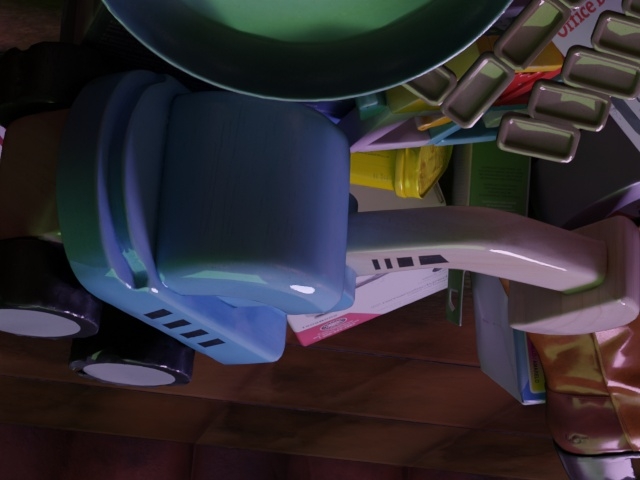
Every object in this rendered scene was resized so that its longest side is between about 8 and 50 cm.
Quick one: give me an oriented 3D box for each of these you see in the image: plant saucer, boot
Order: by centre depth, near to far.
[{"bbox_3d":[-0.007,-0.234,0.974,0.317,0.044,0.318,-1,126,-1],"label":"plant saucer"},{"bbox_3d":[0.326,0.089,1.466,0.264,0.096,0.280,-13,120,13],"label":"boot"}]

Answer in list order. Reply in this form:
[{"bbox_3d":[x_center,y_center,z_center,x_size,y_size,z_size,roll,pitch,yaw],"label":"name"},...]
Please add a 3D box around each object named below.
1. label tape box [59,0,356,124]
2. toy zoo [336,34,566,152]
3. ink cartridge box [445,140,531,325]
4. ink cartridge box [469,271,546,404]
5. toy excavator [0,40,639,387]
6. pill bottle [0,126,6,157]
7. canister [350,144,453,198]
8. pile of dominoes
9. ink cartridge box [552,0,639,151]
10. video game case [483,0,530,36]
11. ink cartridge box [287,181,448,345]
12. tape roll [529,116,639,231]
[{"bbox_3d":[-0.055,-0.198,1.209,0.249,0.115,0.347,10,158,-19],"label":"label tape box"},{"bbox_3d":[0.148,-0.126,1.287,0.293,0.030,0.192,-7,167,-37],"label":"toy zoo"},{"bbox_3d":[0.165,-0.021,1.499,0.062,0.209,0.109,3,-179,-4],"label":"ink cartridge box"},{"bbox_3d":[0.382,0.071,1.677,0.395,0.151,0.270,-5,-176,-4],"label":"ink cartridge box"},{"bbox_3d":[0.000,0.000,1.243,0.445,0.222,0.433,-5,159,27],"label":"toy excavator"},{"bbox_3d":[-0.370,-0.127,1.473,0.121,0.121,0.221,2,161,8],"label":"pill bottle"},{"bbox_3d":[0.031,-0.100,1.446,0.170,0.073,0.126,11,-154,18],"label":"canister"},{"bbox_3d":[0.166,-0.183,1.062,0.196,0.040,0.251,35,114,-14],"label":"pile of dominoes"},{"bbox_3d":[0.285,-0.139,1.144,0.092,0.218,0.158,-35,177,-25],"label":"ink cartridge box"},{"bbox_3d":[0.156,-0.169,1.388,0.173,0.022,0.190,-5,160,27],"label":"video game case"},{"bbox_3d":[0.031,-0.004,1.653,0.207,0.117,0.283,-22,160,0],"label":"ink cartridge box"},{"bbox_3d":[0.315,-0.061,1.488,0.219,0.072,0.219,-16,161,-6],"label":"tape roll"}]
